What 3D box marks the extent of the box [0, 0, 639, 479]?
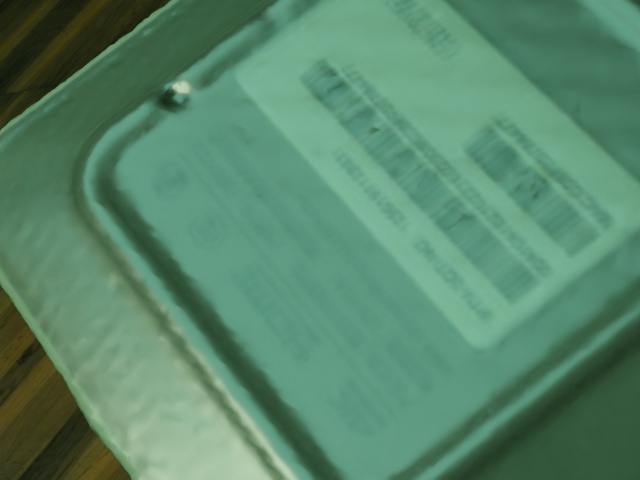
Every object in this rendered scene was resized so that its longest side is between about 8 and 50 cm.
[{"bbox_3d":[0.058,-0.009,0.829,0.396,0.111,0.396,-38,55,-6],"label":"box"}]
